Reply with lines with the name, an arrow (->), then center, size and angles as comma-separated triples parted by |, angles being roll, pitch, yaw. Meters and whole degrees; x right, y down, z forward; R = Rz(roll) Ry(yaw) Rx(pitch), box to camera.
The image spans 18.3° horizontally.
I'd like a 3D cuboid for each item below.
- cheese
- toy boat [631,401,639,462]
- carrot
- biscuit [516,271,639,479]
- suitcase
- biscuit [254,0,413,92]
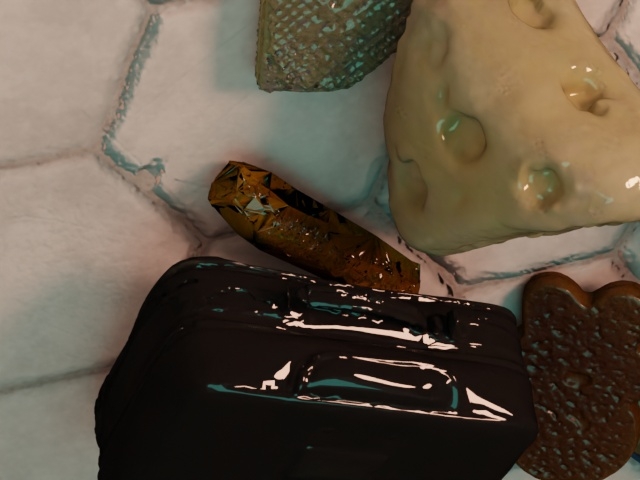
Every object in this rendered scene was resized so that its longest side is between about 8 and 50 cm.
cheese -> 0.161, -0.064, 1.611 | 0.173, 0.251, 0.248 | -26, 153, -37
toy boat -> 0.355, 0.198, 2.002 | 0.229, 0.046, 0.080 | 33, 114, -34
carrot -> 0.001, 0.000, 1.741 | 0.229, 0.069, 0.069 | 30, 117, -34
biscuit -> 0.242, 0.134, 1.900 | 0.180, 0.039, 0.236 | 8, 120, 5
suitcase -> -0.010, 0.161, 1.753 | 0.345, 0.188, 0.339 | 10, 142, -19
biscuit -> 0.023, -0.226, 1.571 | 0.147, 0.046, 0.250 | -2, 129, -12
